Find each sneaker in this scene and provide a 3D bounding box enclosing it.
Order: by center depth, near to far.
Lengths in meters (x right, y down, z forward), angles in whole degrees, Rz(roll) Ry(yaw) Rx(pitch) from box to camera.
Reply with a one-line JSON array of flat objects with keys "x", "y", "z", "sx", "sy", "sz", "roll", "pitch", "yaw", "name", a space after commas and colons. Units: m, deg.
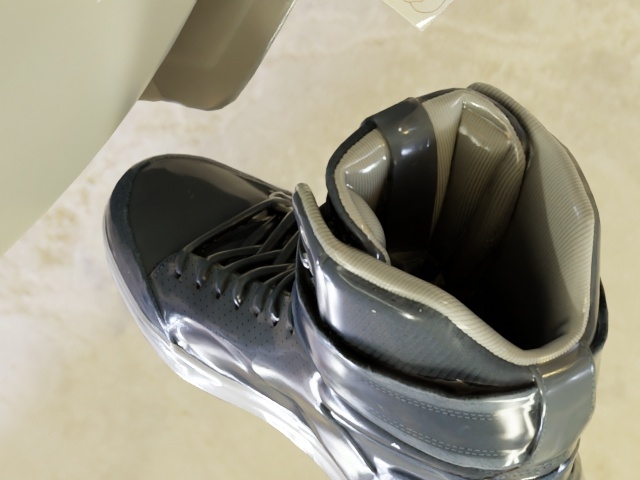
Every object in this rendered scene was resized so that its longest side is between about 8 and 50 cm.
[{"x": 0.002, "y": -0.001, "z": 0.533, "sx": 0.226, "sy": 0.086, "sz": 0.163, "roll": 39, "pitch": 152, "yaw": 33, "name": "sneaker"}]

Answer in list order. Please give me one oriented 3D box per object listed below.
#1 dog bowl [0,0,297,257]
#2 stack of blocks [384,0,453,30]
[{"x": -0.125, "y": -0.070, "z": 0.463, "sx": 0.102, "sy": 0.349, "sz": 0.349, "roll": 39, "pitch": 132, "yaw": 13, "name": "dog bowl"}, {"x": 0.051, "y": -0.265, "z": 0.964, "sx": 0.087, "sy": 0.297, "sz": 0.171, "roll": 35, "pitch": 110, "yaw": -30, "name": "stack of blocks"}]
